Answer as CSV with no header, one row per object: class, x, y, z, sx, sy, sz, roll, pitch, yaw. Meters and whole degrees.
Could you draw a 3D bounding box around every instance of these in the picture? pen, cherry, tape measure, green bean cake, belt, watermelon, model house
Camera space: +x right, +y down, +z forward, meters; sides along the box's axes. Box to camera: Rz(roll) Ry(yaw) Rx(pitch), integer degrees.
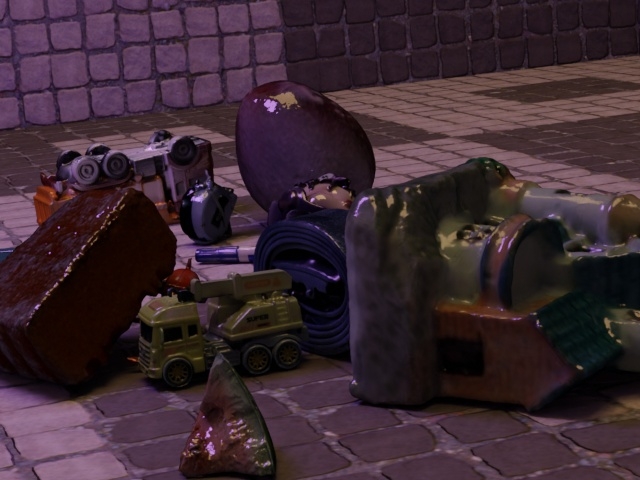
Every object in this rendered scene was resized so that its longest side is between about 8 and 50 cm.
pen,-0.066,0.017,2.106,0.204,0.025,0.025,-2,12,15
cherry,-0.022,-0.117,2.321,0.213,0.266,0.183,7,52,51
tape measure,-0.159,-0.039,2.267,0.054,0.091,0.094,8,-2,26
green bean cake,-0.251,0.046,1.672,0.198,0.097,0.232,0,40,48
belt,0.014,0.042,1.652,0.082,0.141,0.190,-15,16,-35
watermelon,-0.085,0.146,1.359,0.080,0.101,0.155,-16,2,2
model house,0.225,0.042,1.466,0.325,0.194,0.267,7,16,35

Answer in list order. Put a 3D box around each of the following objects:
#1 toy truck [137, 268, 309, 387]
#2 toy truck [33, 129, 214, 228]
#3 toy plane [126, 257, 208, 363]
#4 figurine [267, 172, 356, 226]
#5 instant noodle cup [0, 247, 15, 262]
toy truck,-0.098,0.082,1.601,0.169,0.100,0.077,-8,10,-18
toy truck,-0.293,-0.081,2.434,0.270,0.135,0.114,-14,17,-23
toy plane,-0.169,0.077,1.719,0.126,0.077,0.194,15,19,24
figurine,0.000,0.000,1.955,0.145,0.145,0.222,-5,22,0
instant noodle cup,-0.398,0.058,1.921,0.179,0.070,0.157,-2,13,8
